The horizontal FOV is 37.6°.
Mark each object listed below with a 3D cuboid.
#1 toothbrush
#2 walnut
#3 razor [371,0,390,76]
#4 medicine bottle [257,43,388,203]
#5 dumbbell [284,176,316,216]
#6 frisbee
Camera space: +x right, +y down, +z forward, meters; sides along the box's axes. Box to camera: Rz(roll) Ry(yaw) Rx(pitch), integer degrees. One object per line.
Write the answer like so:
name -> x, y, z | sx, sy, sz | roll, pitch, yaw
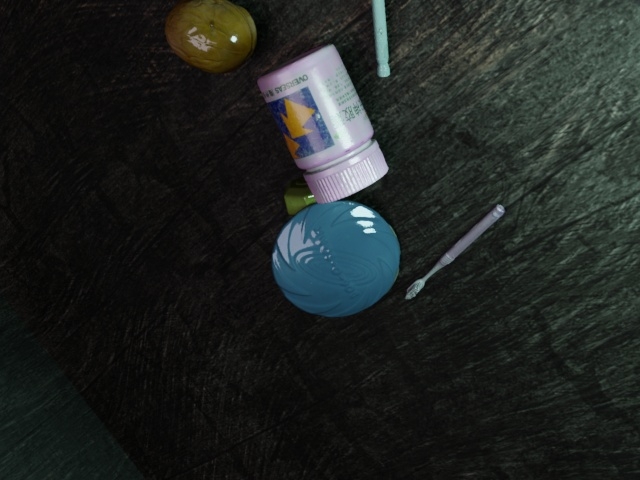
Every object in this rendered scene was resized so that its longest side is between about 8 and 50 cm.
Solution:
toothbrush -> 0.278, 0.032, 1.997 | 0.024, 0.029, 0.354 | 37, 135, -4
walnut -> -0.235, -0.442, 2.005 | 0.207, 0.167, 0.167 | 25, 131, 14
razor -> 0.115, -0.425, 1.817 | 0.106, 0.068, 0.232 | 16, 131, 31
medicine bottle -> 0.007, -0.239, 1.934 | 0.178, 0.178, 0.291 | -13, 107, 43
dumbbell -> 0.000, 0.000, 2.144 | 0.108, 0.121, 0.302 | 31, 139, 59
frisbee -> 0.035, 0.049, 2.074 | 0.289, 0.049, 0.290 | -1, 114, -3
